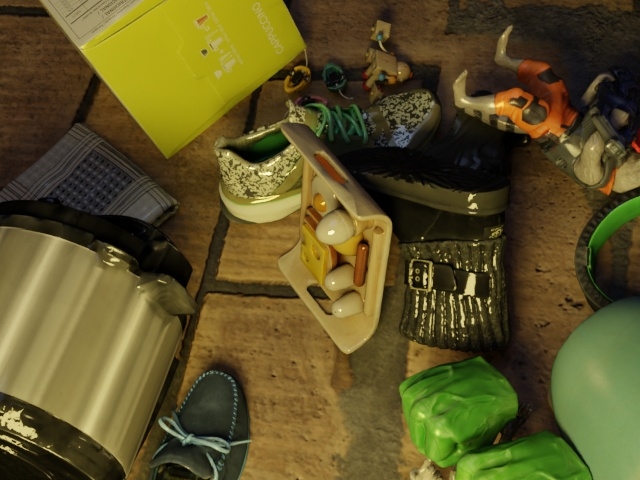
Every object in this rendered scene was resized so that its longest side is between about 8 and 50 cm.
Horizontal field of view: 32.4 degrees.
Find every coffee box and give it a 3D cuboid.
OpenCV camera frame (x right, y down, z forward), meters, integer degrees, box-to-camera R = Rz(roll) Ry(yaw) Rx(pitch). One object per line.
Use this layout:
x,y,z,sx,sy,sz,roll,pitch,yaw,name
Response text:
-0.284,-0.423,1.944,0.338,0.337,0.334,-39,57,-4,coffee box

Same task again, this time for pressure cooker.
-0.389,0.139,1.602,0.370,0.375,0.420,21,59,-6,pressure cooker

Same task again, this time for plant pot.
0.436,0.211,1.407,0.293,0.293,0.235,-30,46,-4,plant pot

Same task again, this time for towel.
-0.459,-0.040,1.939,0.324,0.056,0.312,-44,58,-12,towel

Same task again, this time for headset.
0.574,0.029,1.588,0.394,0.185,0.243,-9,51,28,headset

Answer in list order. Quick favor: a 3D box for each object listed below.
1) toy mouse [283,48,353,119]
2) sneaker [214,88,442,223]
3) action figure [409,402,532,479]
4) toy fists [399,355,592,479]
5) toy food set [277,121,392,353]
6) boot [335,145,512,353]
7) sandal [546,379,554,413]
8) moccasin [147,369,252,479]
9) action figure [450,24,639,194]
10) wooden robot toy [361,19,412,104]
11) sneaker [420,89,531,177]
0.000,-0.263,1.967,0.143,0.031,0.161,18,65,25,toy mouse
0.006,-0.166,1.813,0.410,0.182,0.158,-23,55,0,sneaker
0.195,0.339,1.471,0.164,0.141,0.275,13,61,9,action figure
0.205,0.262,1.390,0.142,0.096,0.279,-11,43,-30,toy fists
0.000,0.000,1.649,0.092,0.306,0.220,-22,52,-24,toy food set
0.138,0.012,1.651,0.131,0.260,0.348,-20,28,-37,boot
0.394,0.181,1.568,0.180,0.049,0.072,-36,56,-8,sandal
-0.182,0.339,1.585,0.138,0.117,0.342,1,59,16,moccasin
0.390,-0.193,1.731,0.330,0.178,0.341,38,32,7,action figure
0.123,-0.305,1.955,0.079,0.076,0.173,12,56,-18,wooden robot toy
0.232,-0.117,1.772,0.130,0.109,0.286,33,74,23,sneaker
